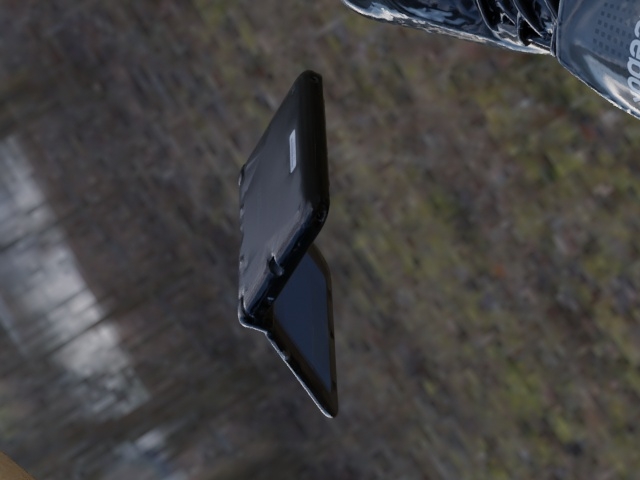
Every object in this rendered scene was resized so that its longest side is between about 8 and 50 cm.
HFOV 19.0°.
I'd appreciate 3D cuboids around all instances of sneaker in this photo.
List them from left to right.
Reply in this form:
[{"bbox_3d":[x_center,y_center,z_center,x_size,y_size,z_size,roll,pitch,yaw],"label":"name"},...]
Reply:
[{"bbox_3d":[0.103,-0.086,0.637,0.234,0.106,0.078,4,131,19],"label":"sneaker"}]

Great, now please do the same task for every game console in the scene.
[{"bbox_3d":[0.000,0.000,0.895,0.071,0.107,0.122,22,-148,-18],"label":"game console"}]

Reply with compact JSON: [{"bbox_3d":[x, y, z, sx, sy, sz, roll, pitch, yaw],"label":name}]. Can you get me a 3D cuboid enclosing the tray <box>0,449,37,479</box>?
[{"bbox_3d":[-0.222,0.267,0.724,0.203,0.411,0.076,32,165,35],"label":"tray"}]
